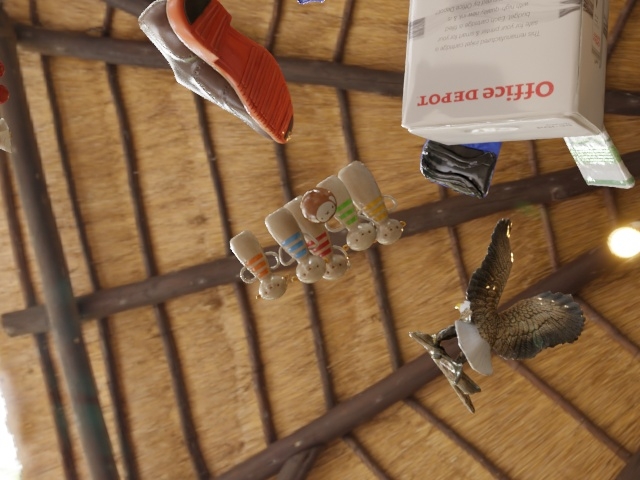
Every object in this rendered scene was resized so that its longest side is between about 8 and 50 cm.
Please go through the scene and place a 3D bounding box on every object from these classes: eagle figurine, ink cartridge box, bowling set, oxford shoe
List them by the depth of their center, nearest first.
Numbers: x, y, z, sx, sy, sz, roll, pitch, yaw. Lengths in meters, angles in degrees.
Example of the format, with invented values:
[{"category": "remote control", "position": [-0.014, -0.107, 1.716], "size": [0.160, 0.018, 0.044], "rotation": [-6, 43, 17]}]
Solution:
[{"category": "ink cartridge box", "position": [0.215, -0.261, 0.780], "size": [0.207, 0.117, 0.283], "rotation": [2, -93, 37]}, {"category": "oxford shoe", "position": [-0.131, -0.229, 0.920], "size": [0.098, 0.271, 0.097], "rotation": [-5, -126, 34]}, {"category": "bowling set", "position": [0.000, 0.000, 1.048], "size": [0.287, 0.200, 0.154], "rotation": [-33, -86, -1]}, {"category": "eagle figurine", "position": [0.316, 0.126, 1.213], "size": [0.298, 0.226, 0.225], "rotation": [-38, -133, -4]}]

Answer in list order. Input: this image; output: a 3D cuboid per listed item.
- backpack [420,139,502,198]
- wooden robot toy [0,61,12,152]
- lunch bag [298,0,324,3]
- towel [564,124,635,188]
[{"category": "backpack", "position": [0.230, -0.136, 1.112], "size": [0.120, 0.101, 0.098], "rotation": [16, -54, 13]}, {"category": "wooden robot toy", "position": [-0.379, -0.173, 0.704], "size": [0.076, 0.079, 0.173], "rotation": [12, -67, 54]}, {"category": "lunch bag", "position": [-0.010, -0.546, 1.259], "size": [0.096, 0.129, 0.151], "rotation": [14, -34, 48]}, {"category": "towel", "position": [0.405, -0.149, 1.004], "size": [0.152, 0.023, 0.113], "rotation": [58, -5, -12]}]
